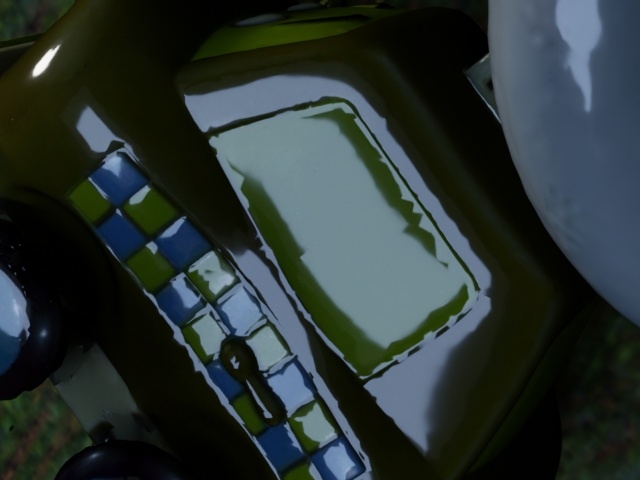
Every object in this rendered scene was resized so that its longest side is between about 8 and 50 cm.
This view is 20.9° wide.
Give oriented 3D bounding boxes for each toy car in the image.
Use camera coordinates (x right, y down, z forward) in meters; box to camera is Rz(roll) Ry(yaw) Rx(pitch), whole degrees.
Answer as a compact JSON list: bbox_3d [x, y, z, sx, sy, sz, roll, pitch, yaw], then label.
[{"bbox_3d":[0.000,0.000,0.591,0.198,0.204,0.248,-38,86,27],"label":"toy car"}]

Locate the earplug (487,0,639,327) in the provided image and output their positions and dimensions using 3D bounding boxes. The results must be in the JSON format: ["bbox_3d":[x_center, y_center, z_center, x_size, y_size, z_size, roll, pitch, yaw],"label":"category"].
[{"bbox_3d":[0.102,-0.116,0.499,0.325,0.214,0.175,55,165,5],"label":"earplug"}]
